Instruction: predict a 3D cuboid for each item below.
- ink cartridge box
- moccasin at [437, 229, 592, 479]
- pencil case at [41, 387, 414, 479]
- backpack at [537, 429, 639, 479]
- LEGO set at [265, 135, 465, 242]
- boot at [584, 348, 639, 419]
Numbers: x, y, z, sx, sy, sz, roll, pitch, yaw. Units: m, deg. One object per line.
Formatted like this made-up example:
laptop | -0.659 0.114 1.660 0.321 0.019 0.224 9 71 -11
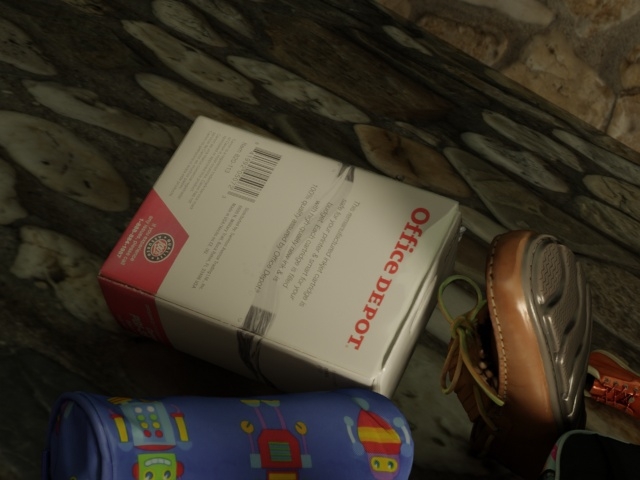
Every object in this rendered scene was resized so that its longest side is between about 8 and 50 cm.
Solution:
ink cartridge box | -0.033 0.027 1.136 0.283 0.117 0.207 20 61 16
moccasin | 0.172 0.111 1.099 0.147 0.139 0.380 10 -24 16
pencil case | -0.070 0.177 0.941 0.306 0.119 0.133 6 -15 -38
backpack | 0.262 0.273 0.969 0.225 0.191 0.253 23 23 3
LEGO set | 0.000 0.000 1.316 0.331 0.192 0.255 35 24 26
boot | 0.372 0.190 1.461 0.085 0.059 0.158 -4 27 -44
